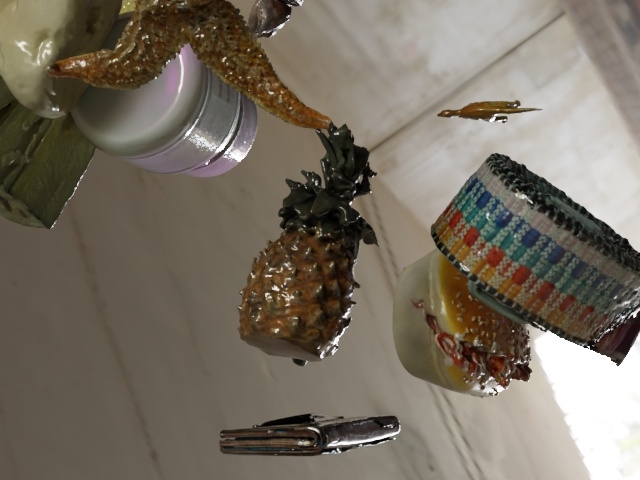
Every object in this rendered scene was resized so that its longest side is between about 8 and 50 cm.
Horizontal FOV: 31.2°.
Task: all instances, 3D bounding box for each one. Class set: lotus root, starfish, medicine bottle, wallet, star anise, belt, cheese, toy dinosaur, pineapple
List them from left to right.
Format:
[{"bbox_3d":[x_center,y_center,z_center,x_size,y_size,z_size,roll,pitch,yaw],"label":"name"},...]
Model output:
[{"bbox_3d":[-0.527,-0.201,1.966,0.149,0.260,0.267,6,151,37],"label":"lotus root"},{"bbox_3d":[-0.395,-0.330,1.724,0.174,0.248,0.251,10,-128,-63],"label":"cheese"},{"bbox_3d":[-0.250,-0.229,1.910,0.241,0.241,0.302,58,-168,18],"label":"medicine bottle"},{"bbox_3d":[-0.109,-0.279,1.152,0.302,0.293,0.084,13,-173,10],"label":"starfish"},{"bbox_3d":[-0.059,-0.374,1.771,0.065,0.195,0.182,40,-144,-15],"label":"star anise"},{"bbox_3d":[-0.006,0.210,1.252,0.230,0.124,0.042,7,-100,-67],"label":"wallet"},{"bbox_3d":[0.000,0.000,1.471,0.170,0.141,0.310,32,-114,-39],"label":"pineapple"},{"bbox_3d":[0.288,-0.223,1.978,0.162,0.126,0.039,-173,81,-72],"label":"toy dinosaur"},{"bbox_3d":[0.273,0.026,1.427,0.295,0.160,0.207,27,-162,-34],"label":"belt"}]

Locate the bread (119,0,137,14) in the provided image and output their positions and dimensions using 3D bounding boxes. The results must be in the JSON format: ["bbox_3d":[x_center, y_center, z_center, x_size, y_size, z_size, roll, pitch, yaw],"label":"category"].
[{"bbox_3d":[-0.362,-0.364,2.080,0.127,0.147,0.152,56,164,11],"label":"bread"}]

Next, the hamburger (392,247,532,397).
[{"bbox_3d":[0.228,0.125,1.759,0.295,0.151,0.227,16,-112,-53],"label":"hamburger"}]

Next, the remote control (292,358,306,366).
[{"bbox_3d":[-0.010,0.109,1.879,0.042,0.222,0.072,14,-150,-1],"label":"remote control"}]
